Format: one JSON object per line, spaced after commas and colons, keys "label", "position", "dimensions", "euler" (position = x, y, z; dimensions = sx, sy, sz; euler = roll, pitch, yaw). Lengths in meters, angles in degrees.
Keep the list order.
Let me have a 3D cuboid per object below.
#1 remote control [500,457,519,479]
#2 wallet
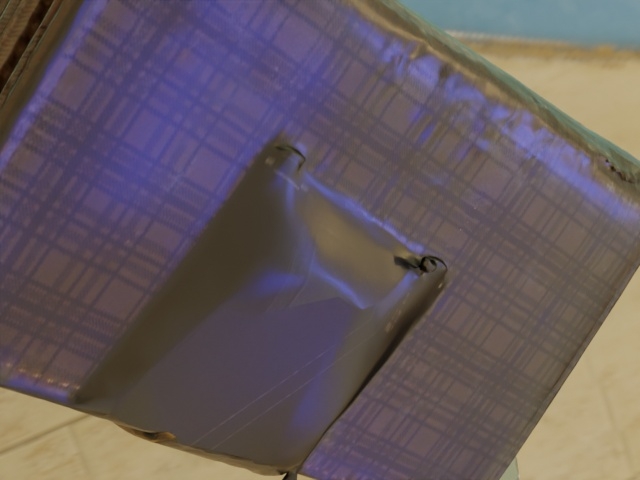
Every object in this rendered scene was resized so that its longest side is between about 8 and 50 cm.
{"label": "remote control", "position": [0.017, 0.038, 0.824], "dimensions": [0.245, 0.022, 0.077], "euler": [46, 21, -35]}
{"label": "wallet", "position": [0.000, 0.000, 0.448], "dimensions": [0.230, 0.042, 0.124], "euler": [26, 95, -54]}
